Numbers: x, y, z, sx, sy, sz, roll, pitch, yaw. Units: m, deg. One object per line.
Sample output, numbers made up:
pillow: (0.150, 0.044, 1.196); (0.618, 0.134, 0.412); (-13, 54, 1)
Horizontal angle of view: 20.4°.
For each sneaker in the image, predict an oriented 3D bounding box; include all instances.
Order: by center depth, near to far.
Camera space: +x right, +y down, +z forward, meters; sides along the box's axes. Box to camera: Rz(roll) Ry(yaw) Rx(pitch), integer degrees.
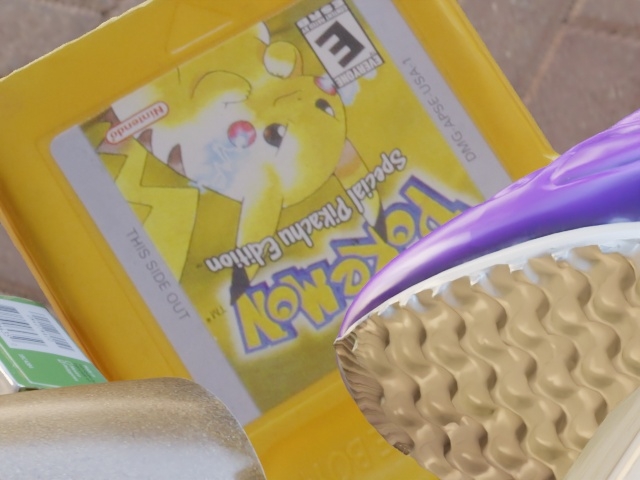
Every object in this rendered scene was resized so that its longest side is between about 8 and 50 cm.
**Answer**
sneaker: (0.146, -0.019, 0.540); (0.293, 0.102, 0.146); (-21, 29, 18)

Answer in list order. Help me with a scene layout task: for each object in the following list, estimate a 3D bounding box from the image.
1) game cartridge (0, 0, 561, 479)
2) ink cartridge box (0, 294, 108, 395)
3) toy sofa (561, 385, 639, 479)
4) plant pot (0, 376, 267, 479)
game cartridge: (0.000, 0.000, 0.964); (0.285, 0.053, 0.324); (-31, 80, -15)
ink cartridge box: (-0.182, 0.141, 0.898); (0.109, 0.062, 0.209); (41, 111, 50)
toy sofa: (0.194, 0.152, 0.321); (0.362, 0.177, 0.150); (40, 53, 4)
plant pot: (-0.176, 0.167, 0.688); (0.254, 0.237, 0.237); (5, 44, -29)
